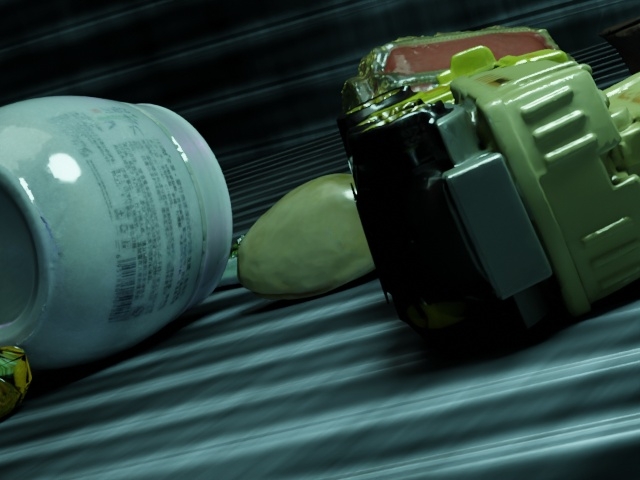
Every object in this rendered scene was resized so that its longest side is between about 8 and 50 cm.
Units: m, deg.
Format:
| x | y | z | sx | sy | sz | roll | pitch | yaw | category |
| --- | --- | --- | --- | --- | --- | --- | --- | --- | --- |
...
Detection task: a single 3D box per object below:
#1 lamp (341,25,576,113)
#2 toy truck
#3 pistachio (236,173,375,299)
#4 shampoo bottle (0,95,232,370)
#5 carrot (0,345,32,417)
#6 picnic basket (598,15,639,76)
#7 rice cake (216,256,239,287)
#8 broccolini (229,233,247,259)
| x | y | z | sx | sy | sz | roll | pitch | yaw | category |
| --- | --- | --- | --- | --- | --- | --- | --- | --- | --- |
| 0.165 | -0.154 | 2.055 | 0.274 | 0.177 | 0.177 | -7 | 4 | -11 | lamp |
| 0.146 | -0.051 | 1.357 | 0.254 | 0.181 | 0.405 | -22 | 7 | 0 | toy truck |
| 0.000 | 0.000 | 1.749 | 0.185 | 0.126 | 0.108 | -20 | -37 | 28 | pistachio |
| -0.251 | -0.012 | 1.825 | 0.273 | 0.273 | 0.266 | -15 | 0 | 41 | shampoo bottle |
| -0.345 | 0.157 | 1.623 | 0.069 | 0.069 | 0.228 | -16 | 10 | 34 | carrot |
| 0.492 | -0.244 | 2.121 | 0.296 | 0.129 | 0.222 | -22 | 5 | -19 | picnic basket |
| -0.081 | 0.032 | 2.004 | 0.033 | 0.033 | 0.207 | -12 | -1 | -36 | rice cake |
| -0.070 | 0.009 | 2.165 | 0.071 | 0.058 | 0.254 | -1 | -1 | 3 | broccolini |
